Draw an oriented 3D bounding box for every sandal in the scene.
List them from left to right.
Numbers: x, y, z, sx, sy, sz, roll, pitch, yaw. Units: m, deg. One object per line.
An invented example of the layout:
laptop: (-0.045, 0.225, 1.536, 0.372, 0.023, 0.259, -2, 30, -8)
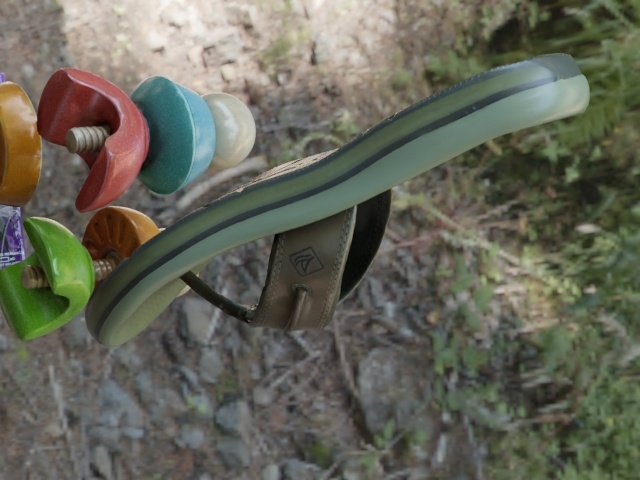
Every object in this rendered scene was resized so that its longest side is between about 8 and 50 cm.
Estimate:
sandal: (0.001, 0.000, 0.570, 0.086, 0.303, 0.120, 64, 26, -5)

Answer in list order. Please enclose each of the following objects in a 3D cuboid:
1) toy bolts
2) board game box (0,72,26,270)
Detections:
toy bolts: (-0.160, -0.059, 0.881, 0.159, 0.228, 0.218, -8, 63, -41)
board game box: (-0.459, -0.048, 1.030, 0.347, 0.056, 0.208, -6, 70, -19)
